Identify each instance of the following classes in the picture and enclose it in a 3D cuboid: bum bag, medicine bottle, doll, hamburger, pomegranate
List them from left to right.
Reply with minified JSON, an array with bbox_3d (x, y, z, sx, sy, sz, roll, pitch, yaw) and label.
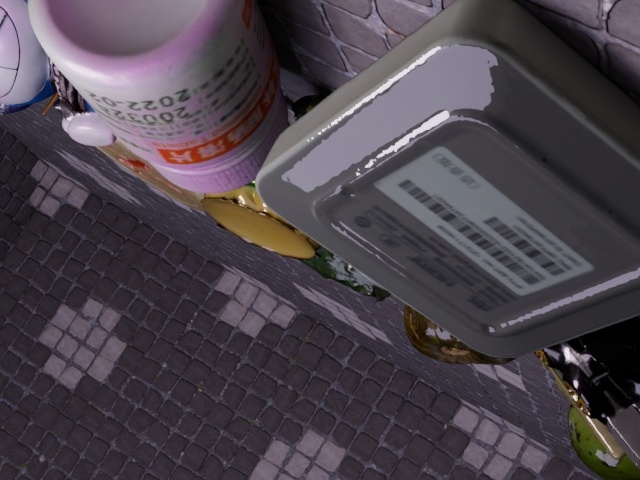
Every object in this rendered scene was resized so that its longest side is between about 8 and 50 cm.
[{"bbox_3d":[-0.402,-0.290,1.569,0.310,0.240,0.284,18,128,4],"label":"doll"},{"bbox_3d":[-0.162,-0.201,1.260,0.219,0.219,0.388,30,169,14],"label":"medicine bottle"},{"bbox_3d":[-0.079,-0.080,1.837,0.237,0.149,0.237,22,166,6],"label":"hamburger"},{"bbox_3d":[0.016,-0.137,1.502,0.107,0.060,0.232,22,171,6],"label":"bum bag"},{"bbox_3d":[0.475,0.260,1.750,0.214,0.214,0.248,43,-162,-50],"label":"pomegranate"}]

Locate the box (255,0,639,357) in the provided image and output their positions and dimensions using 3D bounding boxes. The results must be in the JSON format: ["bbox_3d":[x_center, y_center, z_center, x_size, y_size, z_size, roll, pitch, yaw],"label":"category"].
[{"bbox_3d":[0.163,-0.031,1.078,0.367,0.090,0.373,35,144,-18],"label":"box"}]

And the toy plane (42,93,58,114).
[{"bbox_3d":[-0.506,-0.321,2.146,0.204,0.103,0.316,33,164,-19],"label":"toy plane"}]

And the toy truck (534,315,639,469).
[{"bbox_3d":[0.402,0.203,1.291,0.405,0.180,0.254,54,177,28],"label":"toy truck"}]

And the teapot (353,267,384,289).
[{"bbox_3d":[0.115,-0.024,1.340,0.294,0.193,0.129,12,-159,-7],"label":"teapot"}]

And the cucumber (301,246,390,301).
[{"bbox_3d":[-0.002,0.001,2.155,0.325,0.105,0.145,31,172,22],"label":"cucumber"}]

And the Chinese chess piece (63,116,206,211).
[{"bbox_3d":[-0.293,-0.188,1.985,0.338,0.140,0.338,31,170,6],"label":"Chinese chess piece"}]

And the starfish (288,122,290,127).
[{"bbox_3d":[-0.112,-0.211,1.577,0.138,0.050,0.247,19,151,53],"label":"starfish"}]

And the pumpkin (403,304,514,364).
[{"bbox_3d":[0.244,0.120,1.848,0.219,0.162,0.219,6,162,2],"label":"pumpkin"}]
